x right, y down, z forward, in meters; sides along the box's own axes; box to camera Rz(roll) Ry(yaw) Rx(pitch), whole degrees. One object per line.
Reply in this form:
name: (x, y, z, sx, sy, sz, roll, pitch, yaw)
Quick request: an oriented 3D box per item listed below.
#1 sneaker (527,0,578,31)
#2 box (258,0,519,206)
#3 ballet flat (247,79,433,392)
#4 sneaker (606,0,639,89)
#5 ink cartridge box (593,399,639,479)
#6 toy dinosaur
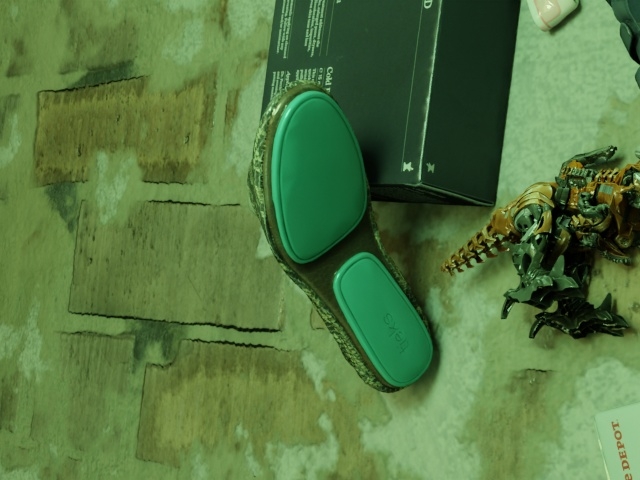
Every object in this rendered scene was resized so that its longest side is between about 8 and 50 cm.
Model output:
sneaker: (0.301, -0.350, 1.409, 0.070, 0.051, 0.134, -31, 66, 34)
box: (0.090, -0.229, 1.495, 0.312, 0.179, 0.343, 5, 86, 44)
ballet flat: (0.000, 0.000, 1.398, 0.164, 0.482, 0.182, -39, 34, -20)
sneaker: (0.410, -0.214, 1.228, 0.127, 0.126, 0.321, -53, 53, 16)
ink cartridge box: (0.423, 0.237, 1.158, 0.208, 0.087, 0.153, -23, 67, 38)
toy dinosaur: (0.301, 0.000, 1.311, 0.322, 0.164, 0.218, -39, 41, 53)
